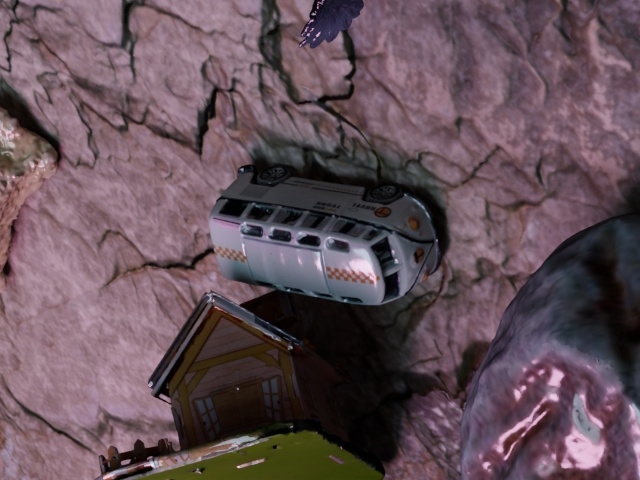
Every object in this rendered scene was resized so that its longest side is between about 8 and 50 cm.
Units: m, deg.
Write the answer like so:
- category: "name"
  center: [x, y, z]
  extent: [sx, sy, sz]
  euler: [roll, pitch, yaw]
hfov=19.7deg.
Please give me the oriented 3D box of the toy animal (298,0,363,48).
- category: "toy animal"
  center: [0.026, -0.224, 1.300]
  extent: [0.062, 0.108, 0.220]
  euler: [40, 138, 25]

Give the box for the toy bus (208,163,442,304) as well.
- category: "toy bus"
  center: [0.000, 0.000, 1.508]
  extent: [0.194, 0.089, 0.087]
  euler: [10, 128, 33]

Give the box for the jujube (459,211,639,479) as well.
- category: "jujube"
  center: [0.233, 0.117, 1.316]
  extent: [0.246, 0.215, 0.308]
  euler: [62, 145, 17]

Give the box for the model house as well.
- category: "model house"
  center: [-0.080, 0.142, 1.574]
  extent: [0.207, 0.294, 0.154]
  euler: [-16, 72, 10]

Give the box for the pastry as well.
- category: "pastry"
  center: [-0.333, -0.028, 1.768]
  extent: [0.121, 0.089, 0.258]
  euler: [33, 141, -3]
